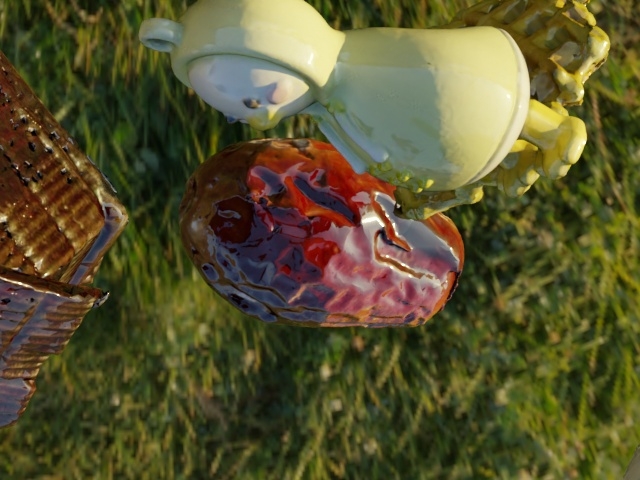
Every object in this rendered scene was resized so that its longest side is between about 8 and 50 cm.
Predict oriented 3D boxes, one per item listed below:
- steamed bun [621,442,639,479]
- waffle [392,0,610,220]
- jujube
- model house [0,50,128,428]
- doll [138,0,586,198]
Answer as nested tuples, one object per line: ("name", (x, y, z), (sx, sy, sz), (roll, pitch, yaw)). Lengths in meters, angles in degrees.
("steamed bun", (0.263, 0.309, 0.941), (0.241, 0.374, 0.374), (25, 122, 14))
("waffle", (0.128, -0.124, 1.277), (0.291, 0.291, 0.051), (-34, 123, 14))
("jujube", (0.000, 0.000, 1.460), (0.290, 0.197, 0.197), (18, 119, -21))
("model house", (-0.331, 0.024, 1.117), (0.297, 0.282, 0.317), (38, 122, -9))
("doll", (0.025, -0.094, 0.935), (0.296, 0.141, 0.117), (6, 82, -20))
